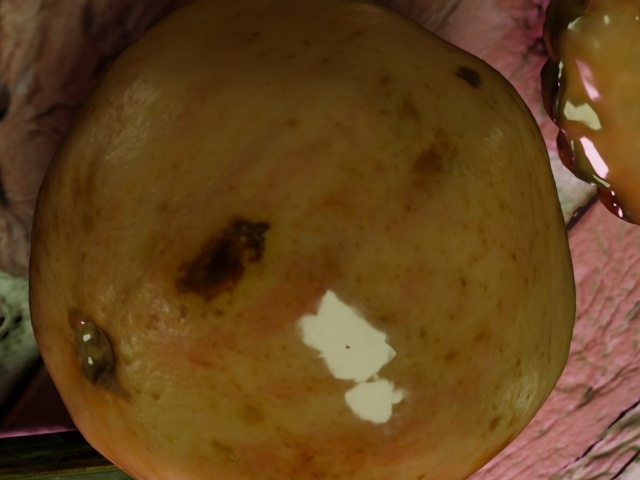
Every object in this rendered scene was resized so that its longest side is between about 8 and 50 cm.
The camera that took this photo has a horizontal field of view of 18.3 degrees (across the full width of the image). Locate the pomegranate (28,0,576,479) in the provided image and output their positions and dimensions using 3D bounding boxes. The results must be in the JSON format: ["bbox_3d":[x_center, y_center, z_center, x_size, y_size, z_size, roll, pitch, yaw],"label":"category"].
[{"bbox_3d":[0.000,0.000,1.167,0.342,0.342,0.342,-10,131,-11],"label":"pomegranate"}]

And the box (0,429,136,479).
[{"bbox_3d":[-0.123,0.155,1.338,0.311,0.173,0.043,-4,93,-16],"label":"box"}]

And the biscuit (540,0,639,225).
[{"bbox_3d":[0.291,-0.142,1.267,0.325,0.107,0.326,-8,128,-11],"label":"biscuit"}]
